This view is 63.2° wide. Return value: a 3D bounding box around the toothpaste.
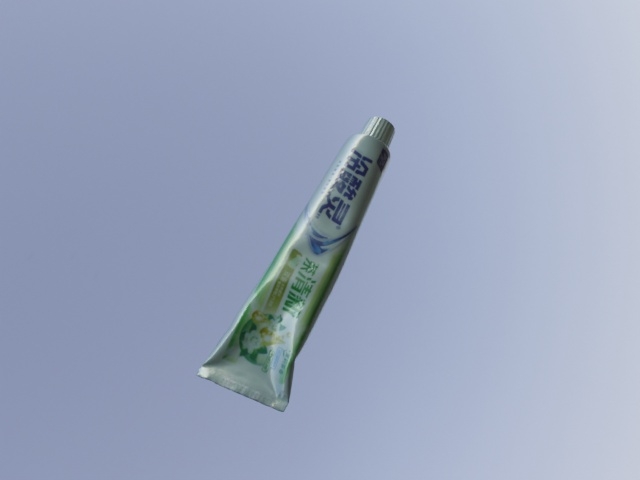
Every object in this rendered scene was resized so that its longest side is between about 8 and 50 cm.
[{"bbox_3d":[0.000,0.000,0.455,0.048,0.074,0.297,87,-153,-57],"label":"toothpaste"}]
